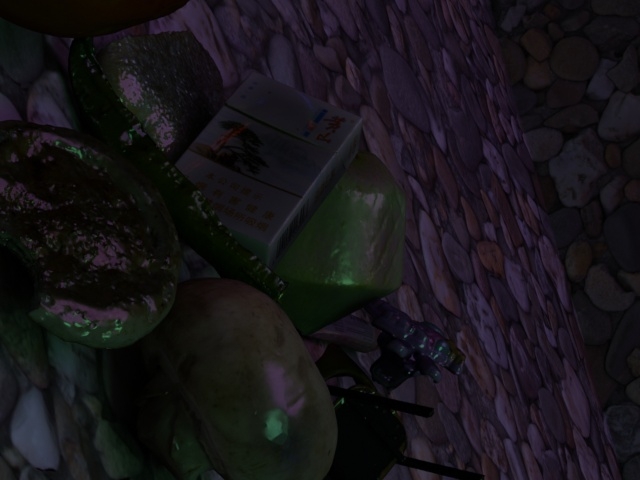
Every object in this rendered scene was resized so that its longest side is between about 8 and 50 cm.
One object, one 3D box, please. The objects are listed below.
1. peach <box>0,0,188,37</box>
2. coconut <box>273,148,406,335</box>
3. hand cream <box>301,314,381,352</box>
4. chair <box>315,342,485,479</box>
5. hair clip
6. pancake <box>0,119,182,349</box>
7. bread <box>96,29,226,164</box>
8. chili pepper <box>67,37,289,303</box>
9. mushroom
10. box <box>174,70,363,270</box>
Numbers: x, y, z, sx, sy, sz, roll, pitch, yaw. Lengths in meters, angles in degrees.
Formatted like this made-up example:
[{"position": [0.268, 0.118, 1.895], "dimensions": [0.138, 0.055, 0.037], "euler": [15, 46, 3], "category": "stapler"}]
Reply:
[{"position": [-0.214, -0.348, 1.412], "dimensions": [0.301, 0.343, 0.343], "euler": [47, 19, 4], "category": "peach"}, {"position": [0.000, 0.000, 1.804], "dimensions": [0.236, 0.204, 0.236], "euler": [-28, 122, -58], "category": "coconut"}, {"position": [0.021, 0.116, 1.995], "dimensions": [0.209, 0.043, 0.067], "euler": [26, 44, -55], "category": "hand cream"}, {"position": [0.050, 0.240, 1.778], "dimensions": [0.247, 0.172, 0.159], "euler": [24, -21, 48], "category": "chair"}, {"position": [0.103, 0.124, 1.776], "dimensions": [0.137, 0.090, 0.278], "euler": [39, -10, 1], "category": "hair clip"}, {"position": [-0.225, -0.015, 1.357], "dimensions": [0.253, 0.037, 0.253], "euler": [28, 38, -25], "category": "pancake"}, {"position": [-0.164, -0.149, 1.760], "dimensions": [0.207, 0.056, 0.286], "euler": [65, 21, -6], "category": "bread"}, {"position": [-0.160, -0.066, 1.541], "dimensions": [0.359, 0.076, 0.085], "euler": [51, -15, 5], "category": "chili pepper"}, {"position": [-0.088, 0.153, 1.449], "dimensions": [0.255, 0.184, 0.255], "euler": [40, -16, 14], "category": "mushroom"}, {"position": [-0.068, -0.076, 1.667], "dimensions": [0.233, 0.149, 0.067], "euler": [-55, 164, -38], "category": "box"}]
